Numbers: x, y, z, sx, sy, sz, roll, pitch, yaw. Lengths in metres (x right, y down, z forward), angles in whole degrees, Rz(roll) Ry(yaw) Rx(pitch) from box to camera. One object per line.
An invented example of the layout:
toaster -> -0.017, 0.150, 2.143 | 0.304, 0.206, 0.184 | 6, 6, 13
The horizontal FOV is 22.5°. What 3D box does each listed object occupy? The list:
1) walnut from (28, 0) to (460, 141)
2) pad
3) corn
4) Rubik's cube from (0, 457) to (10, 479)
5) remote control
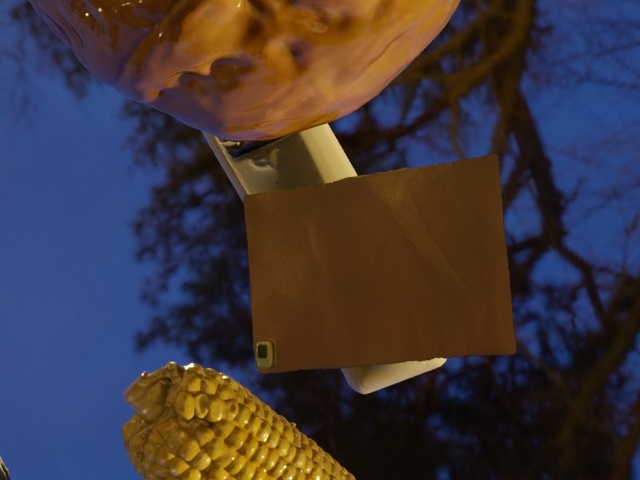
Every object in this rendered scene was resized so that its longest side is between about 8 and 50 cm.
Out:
walnut -> -0.052, -0.267, 1.258 | 0.398, 0.354, 0.308 | -45, -177, 26
pad -> 0.028, 0.017, 0.940 | 0.188, 0.006, 0.113 | -7, -95, 37
corn -> -0.047, 0.235, 1.498 | 0.130, 0.347, 0.130 | -42, -161, 18
Rubik's cube -> -0.308, 0.223, 0.978 | 0.283, 0.288, 0.293 | -24, 178, -10
remote control -> 0.000, 0.000, 1.454 | 0.109, 0.313, 0.055 | -23, -164, 26
